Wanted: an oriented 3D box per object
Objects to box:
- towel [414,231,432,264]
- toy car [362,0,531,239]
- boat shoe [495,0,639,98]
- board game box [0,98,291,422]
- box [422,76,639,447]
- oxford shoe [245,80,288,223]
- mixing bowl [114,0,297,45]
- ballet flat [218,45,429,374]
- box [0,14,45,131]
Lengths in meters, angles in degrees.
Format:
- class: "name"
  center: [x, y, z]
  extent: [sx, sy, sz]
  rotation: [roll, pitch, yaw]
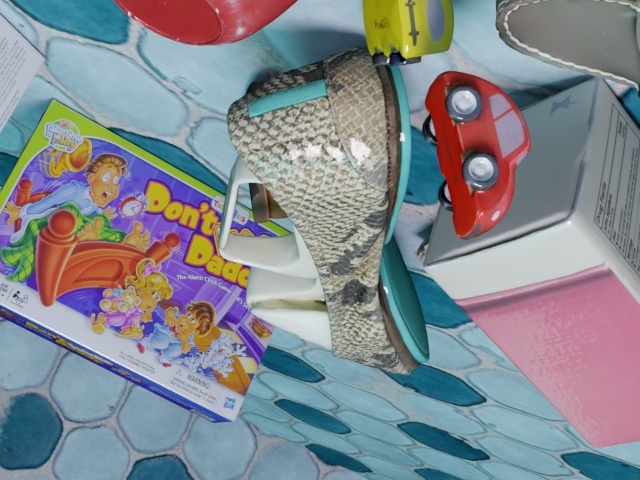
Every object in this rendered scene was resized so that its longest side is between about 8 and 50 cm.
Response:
- class: "towel"
  center: [0.212, 0.012, 1.020]
  extent: [0.187, 0.049, 0.282]
  rotation: [27, 161, -6]
- class: "toy car"
  center: [0.081, -0.151, 0.649]
  extent: [0.053, 0.239, 0.225]
  rotation: [-10, 135, -11]
- class: "boat shoe"
  center: [0.233, -0.109, 0.615]
  extent: [0.305, 0.091, 0.109]
  rotation: [13, 158, 27]
- class: "board game box"
  center: [-0.212, 0.029, 1.260]
  extent: [0.347, 0.233, 0.078]
  rotation: [29, 160, -16]
- class: "box"
  center: [0.204, 0.024, 0.815]
  extent: [0.127, 0.148, 0.232]
  rotation: [-22, 124, 39]
- class: "oxford shoe"
  center: [-0.035, -0.086, 1.040]
  extent: [0.076, 0.076, 0.212]
  rotation: [-7, 157, -3]
- class: "mixing bowl"
  center: [-0.085, -0.196, 0.742]
  extent: [0.181, 0.098, 0.181]
  rotation: [21, 161, 7]
- class: "ballet flat"
  center: [0.000, 0.000, 1.017]
  extent: [0.182, 0.164, 0.482]
  rotation: [-11, 151, 2]
- class: "box"
  center: [-0.363, -0.171, 1.075]
  extent: [0.072, 0.126, 0.137]
  rotation: [11, 157, 35]
